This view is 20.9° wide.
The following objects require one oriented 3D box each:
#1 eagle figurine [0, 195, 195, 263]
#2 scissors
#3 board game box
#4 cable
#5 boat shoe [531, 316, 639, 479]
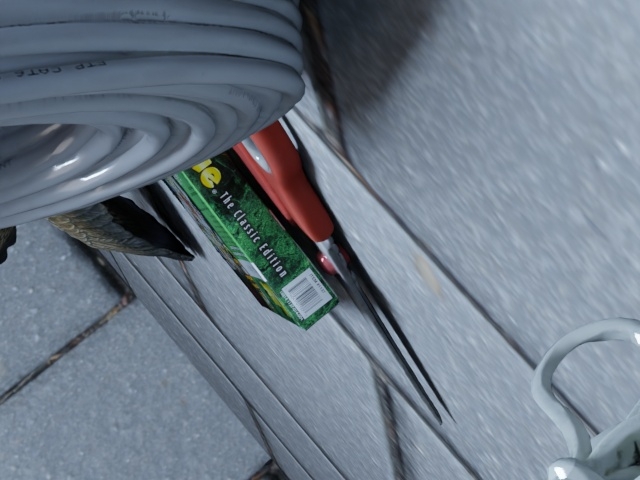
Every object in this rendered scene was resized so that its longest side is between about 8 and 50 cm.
[{"bbox_3d":[-0.253,-0.050,1.428,0.226,0.225,0.298,28,146,43],"label":"eagle figurine"},{"bbox_3d":[0.000,0.000,0.885,0.297,0.021,0.109,56,169,-19],"label":"scissors"},{"bbox_3d":[-0.054,-0.014,1.018,0.136,0.030,0.260,55,175,-5],"label":"board game box"},{"bbox_3d":[-0.129,-0.058,0.602,0.257,0.257,0.089,48,-152,-81],"label":"cable"},{"bbox_3d":[0.105,0.100,0.497,0.156,0.136,0.367,54,-179,6],"label":"boat shoe"}]
